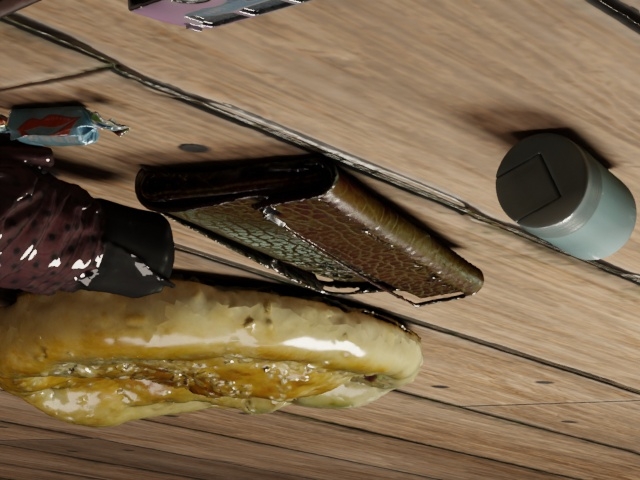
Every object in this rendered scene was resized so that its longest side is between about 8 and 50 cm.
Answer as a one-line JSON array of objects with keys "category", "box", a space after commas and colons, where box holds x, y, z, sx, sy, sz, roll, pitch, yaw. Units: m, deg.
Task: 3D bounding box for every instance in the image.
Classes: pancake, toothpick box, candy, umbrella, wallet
[{"category": "pancake", "box": [-0.099, 0.104, 1.480, 0.386, 0.082, 0.387, 1, 166, 0]}, {"category": "toothpick box", "box": [0.131, -0.022, 0.927, 0.052, 0.052, 0.083, -3, 166, 28]}, {"category": "candy", "box": [-0.140, -0.060, 0.919, 0.083, 0.020, 0.030, 1, 166, 23]}, {"category": "umbrella", "box": [-0.220, -0.020, 0.973, 0.326, 0.090, 0.094, 13, 161, -34]}, {"category": "wallet", "box": [0.000, 0.000, 1.097, 0.132, 0.039, 0.243, -1, 166, 25]}]

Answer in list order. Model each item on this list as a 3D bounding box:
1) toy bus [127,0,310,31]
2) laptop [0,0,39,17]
[{"category": "toy bus", "box": [-0.013, -0.108, 0.643, 0.130, 0.037, 0.052, -9, 166, 41]}, {"category": "laptop", "box": [-0.156, -0.077, 0.597, 0.154, 0.026, 0.207, -6, -161, 37]}]
